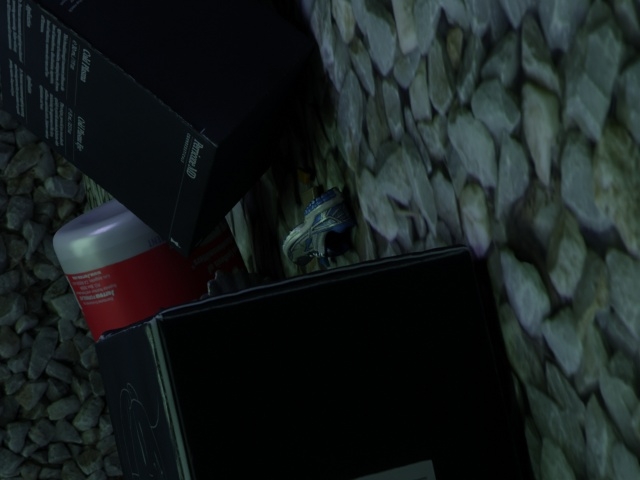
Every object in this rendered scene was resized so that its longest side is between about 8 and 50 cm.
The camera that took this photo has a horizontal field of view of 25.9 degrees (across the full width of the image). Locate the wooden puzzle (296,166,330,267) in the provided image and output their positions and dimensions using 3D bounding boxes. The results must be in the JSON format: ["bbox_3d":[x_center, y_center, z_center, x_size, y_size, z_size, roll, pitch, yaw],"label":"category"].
[{"bbox_3d":[-0.005,-0.029,1.618,0.078,0.014,0.116,-169,68,-78],"label":"wooden puzzle"}]

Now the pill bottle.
[{"bbox_3d":[-0.183,0.133,1.899,0.408,0.229,0.229,68,167,-12],"label":"pill bottle"}]

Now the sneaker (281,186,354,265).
[{"bbox_3d":[0.000,0.000,1.536,0.058,0.052,0.135,53,149,14],"label":"sneaker"}]

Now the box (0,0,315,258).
[{"bbox_3d":[-0.204,-0.190,1.635,0.312,0.179,0.343,40,157,5],"label":"box"}]

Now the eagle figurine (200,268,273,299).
[{"bbox_3d":[-0.092,0.208,1.692,0.226,0.225,0.298,-136,34,-70],"label":"eagle figurine"}]

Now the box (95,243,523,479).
[{"bbox_3d":[-0.012,0.282,1.332,0.472,0.297,0.480,159,99,-73],"label":"box"}]
